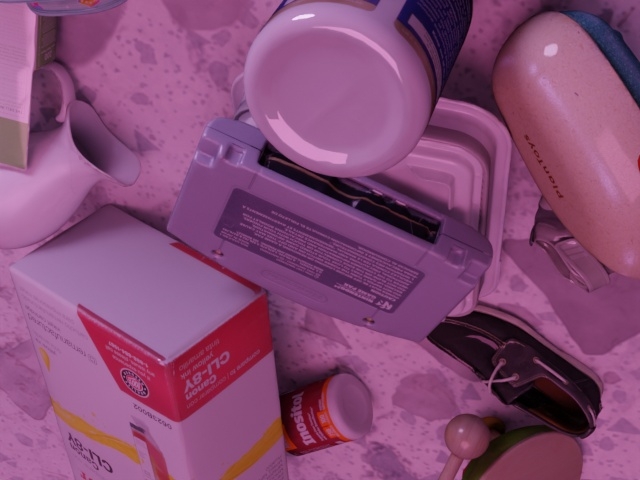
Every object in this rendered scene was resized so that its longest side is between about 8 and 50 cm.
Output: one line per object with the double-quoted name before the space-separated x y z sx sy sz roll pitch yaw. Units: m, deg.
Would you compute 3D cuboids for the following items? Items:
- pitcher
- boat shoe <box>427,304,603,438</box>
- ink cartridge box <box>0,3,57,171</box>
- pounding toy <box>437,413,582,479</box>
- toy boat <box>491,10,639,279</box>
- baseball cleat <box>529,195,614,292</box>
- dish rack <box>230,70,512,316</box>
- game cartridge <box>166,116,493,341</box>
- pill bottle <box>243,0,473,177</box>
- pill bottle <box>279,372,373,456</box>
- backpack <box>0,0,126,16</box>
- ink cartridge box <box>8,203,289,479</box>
"pitcher" -0.337 -0.095 1.268 0.207 0.125 0.177 -28 94 24
"boat shoe" 0.220 0.147 1.265 0.233 0.079 0.084 30 133 -2
"ink cartridge box" -0.376 -0.209 1.189 0.171 0.056 0.235 15 118 8
"pounding toy" 0.201 0.281 1.348 0.237 0.110 0.182 15 107 -38
"toy boat" 0.283 -0.089 0.933 0.148 0.318 0.267 -31 100 -8
"baseball cleat" 0.314 0.011 1.099 0.206 0.109 0.072 15 164 17
"dish rack" 0.044 -0.026 1.136 0.286 0.072 0.332 13 146 14
"game cartridge" 0.000 0.000 1.086 0.294 0.060 0.196 25 143 -6
"pill bottle" 0.047 -0.184 0.941 0.153 0.264 0.153 12 130 14
"pill bottle" -0.015 0.230 1.413 0.152 0.086 0.086 -24 115 34
"backpack" -0.238 -0.288 1.016 0.166 0.188 0.144 3 128 18
"ink cartridge box" -0.197 0.190 1.343 0.279 0.160 0.384 25 137 33
